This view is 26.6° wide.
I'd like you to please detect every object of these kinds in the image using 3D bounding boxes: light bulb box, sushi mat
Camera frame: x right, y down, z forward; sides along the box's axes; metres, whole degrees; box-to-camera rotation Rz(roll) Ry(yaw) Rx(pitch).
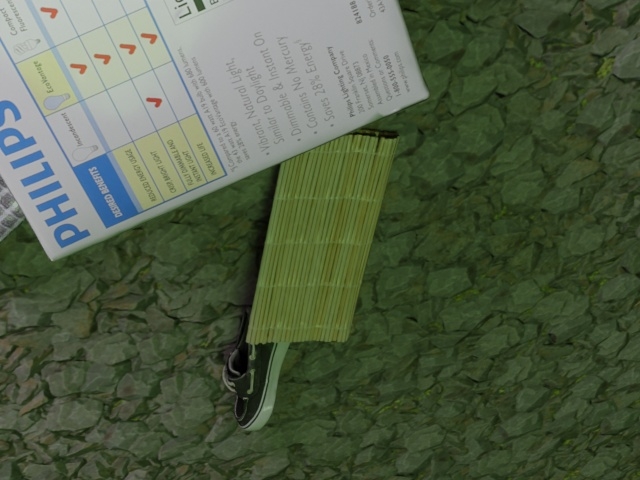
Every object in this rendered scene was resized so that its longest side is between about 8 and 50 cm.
[{"bbox_3d":[-0.147,-0.234,1.133,0.361,0.225,0.358,-23,130,-1],"label":"light bulb box"},{"bbox_3d":[0.000,0.000,1.699,0.151,0.019,0.316,-1,124,-22],"label":"sushi mat"}]

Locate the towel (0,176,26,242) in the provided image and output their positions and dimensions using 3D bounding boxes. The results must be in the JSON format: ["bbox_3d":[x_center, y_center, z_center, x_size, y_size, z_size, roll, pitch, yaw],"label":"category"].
[{"bbox_3d":[-0.350,-0.130,1.370,0.284,0.121,0.235,-40,135,18],"label":"towel"}]

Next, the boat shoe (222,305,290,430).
[{"bbox_3d":[-0.097,0.172,1.842,0.070,0.078,0.219,-2,126,-24],"label":"boat shoe"}]
